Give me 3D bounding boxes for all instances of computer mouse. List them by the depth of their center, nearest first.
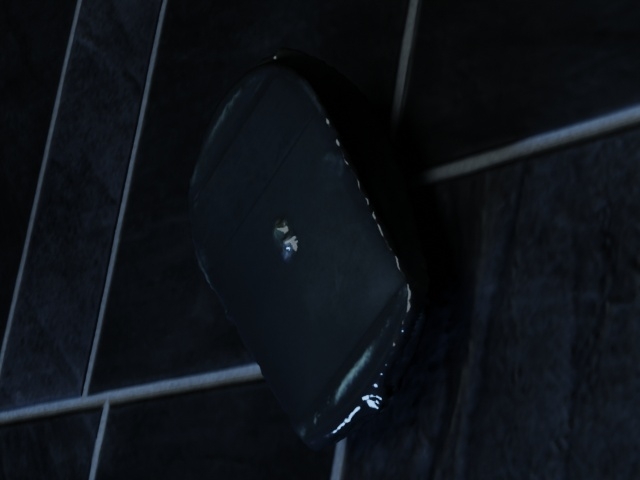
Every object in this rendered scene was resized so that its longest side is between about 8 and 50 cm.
[{"bbox_3d":[0.004,0.000,1.320,0.168,0.087,0.295,-54,46,32],"label":"computer mouse"}]
